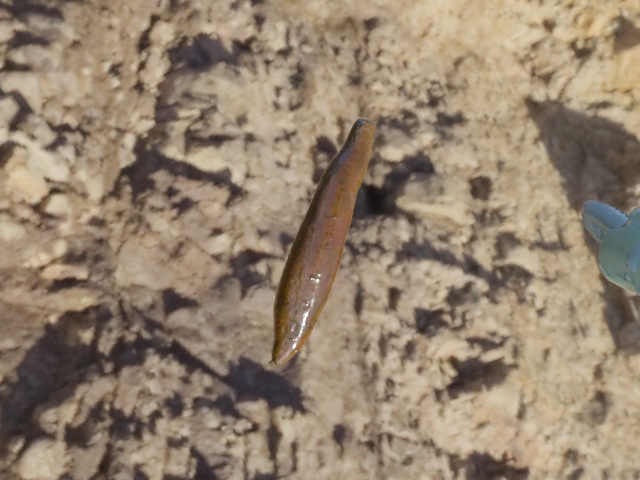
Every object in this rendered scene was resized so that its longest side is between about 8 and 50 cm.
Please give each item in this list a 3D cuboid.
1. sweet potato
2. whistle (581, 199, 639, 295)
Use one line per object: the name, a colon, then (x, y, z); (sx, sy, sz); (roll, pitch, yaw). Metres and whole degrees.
sweet potato: (0.001, 0.000, 0.991); (0.057, 0.057, 0.265); (25, 84, -51)
whistle: (0.128, 0.008, 0.375); (0.035, 0.035, 0.100); (49, 0, -29)
